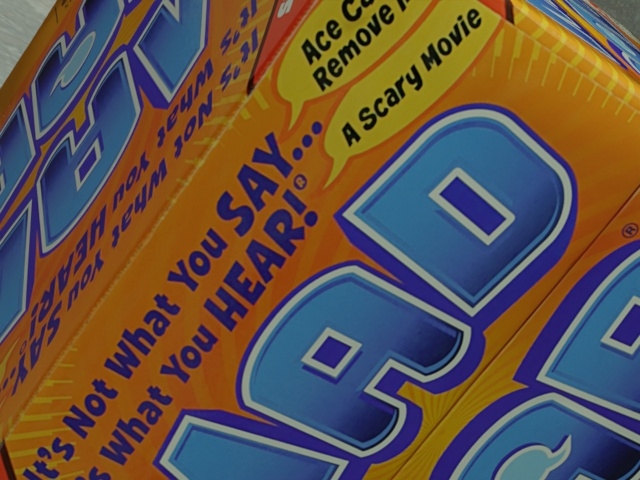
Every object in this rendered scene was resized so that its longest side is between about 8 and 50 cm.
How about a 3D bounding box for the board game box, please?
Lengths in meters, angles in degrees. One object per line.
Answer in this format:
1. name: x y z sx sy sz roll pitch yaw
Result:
1. board game box: 0.018 -0.003 0.771 0.356 0.356 0.356 28 20 -27
